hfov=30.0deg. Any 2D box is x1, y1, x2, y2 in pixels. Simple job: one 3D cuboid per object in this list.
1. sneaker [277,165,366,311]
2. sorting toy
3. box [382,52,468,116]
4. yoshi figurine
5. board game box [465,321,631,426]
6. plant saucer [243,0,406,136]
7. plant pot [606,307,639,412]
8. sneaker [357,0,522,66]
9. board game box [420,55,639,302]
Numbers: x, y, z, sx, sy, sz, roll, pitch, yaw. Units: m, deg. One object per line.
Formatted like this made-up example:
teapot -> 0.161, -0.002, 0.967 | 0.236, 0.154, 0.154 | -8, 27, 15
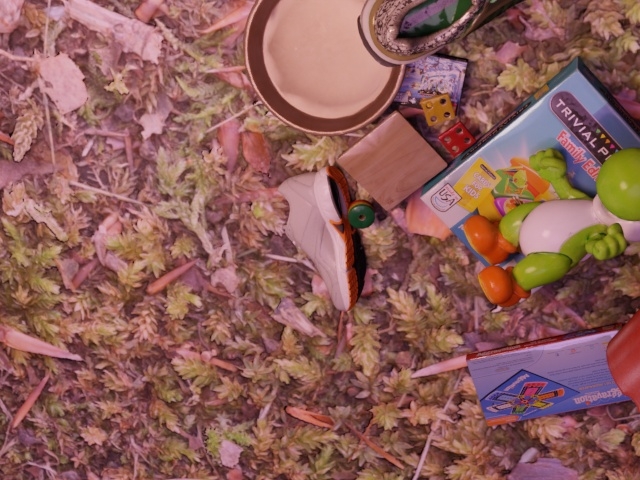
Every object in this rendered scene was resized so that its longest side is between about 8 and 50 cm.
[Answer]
sneaker -> 0.000, 0.000, 2.081 | 0.121, 0.099, 0.262 | -6, 105, 23
sorting toy -> 0.126, -0.144, 1.987 | 0.274, 0.046, 0.132 | -38, 115, 20
box -> 0.166, -0.262, 1.950 | 0.137, 0.027, 0.094 | 13, 115, 7
yoshi figurine -> 0.396, -0.043, 1.823 | 0.362, 0.203, 0.203 | -26, 101, 19
board game box -> 0.415, 0.241, 2.126 | 0.281, 0.027, 0.145 | -14, 109, 18
plant saucer -> 0.009, -0.308, 1.936 | 0.278, 0.041, 0.277 | 5, 108, 16
plant pot -> 0.624, 0.159, 1.927 | 0.272, 0.272, 0.265 | 36, 125, -5
sneaker -> 0.248, -0.384, 1.767 | 0.410, 0.182, 0.158 | -35, 106, 8
board game box -> 0.372, -0.093, 1.953 | 0.254, 0.079, 0.336 | 45, 116, -10
